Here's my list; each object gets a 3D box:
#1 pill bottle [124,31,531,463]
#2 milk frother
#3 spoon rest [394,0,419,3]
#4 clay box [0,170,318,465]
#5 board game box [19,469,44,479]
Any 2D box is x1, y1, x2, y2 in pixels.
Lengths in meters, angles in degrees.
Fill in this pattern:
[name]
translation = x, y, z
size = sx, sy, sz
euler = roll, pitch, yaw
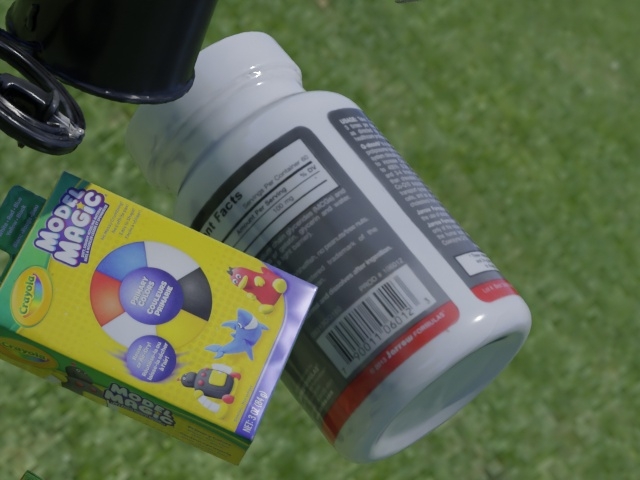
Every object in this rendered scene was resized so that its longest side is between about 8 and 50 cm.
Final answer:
[pill bottle]
translation = 0.000, 0.000, 1.677
size = 0.363, 0.210, 0.210
euler = 51, 13, 18
[milk frother]
translation = -0.081, -0.117, 0.733
size = 0.129, 0.135, 0.143
euler = 9, 33, -25
[spoon rest]
translation = 0.024, -0.230, 1.240
size = 0.276, 0.137, 0.084
euler = 22, 61, -67
[clay box]
translation = -0.128, 0.045, 1.261
size = 0.222, 0.053, 0.127
euler = 25, 59, -3
[board game box]
translation = -0.226, 0.304, 1.784
size = 0.181, 0.092, 0.043
euler = 30, -14, 15
